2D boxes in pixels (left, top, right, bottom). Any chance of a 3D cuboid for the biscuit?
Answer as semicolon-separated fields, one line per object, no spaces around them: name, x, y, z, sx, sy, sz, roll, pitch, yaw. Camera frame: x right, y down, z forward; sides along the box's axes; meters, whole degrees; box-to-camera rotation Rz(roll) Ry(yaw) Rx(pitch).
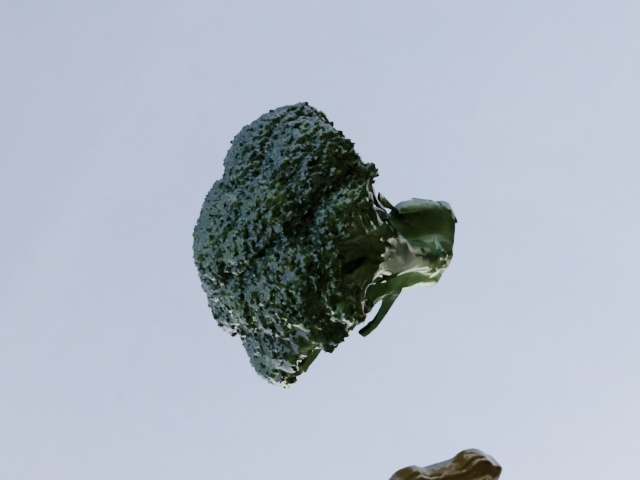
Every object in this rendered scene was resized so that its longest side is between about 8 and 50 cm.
biscuit;0.100;0.284;1.605;0.166;0.036;0.225;-12;-45;-25

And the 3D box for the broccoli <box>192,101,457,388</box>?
broccoli;0.000;0.000;1.559;0.241;0.269;0.261;10;-115;-22
